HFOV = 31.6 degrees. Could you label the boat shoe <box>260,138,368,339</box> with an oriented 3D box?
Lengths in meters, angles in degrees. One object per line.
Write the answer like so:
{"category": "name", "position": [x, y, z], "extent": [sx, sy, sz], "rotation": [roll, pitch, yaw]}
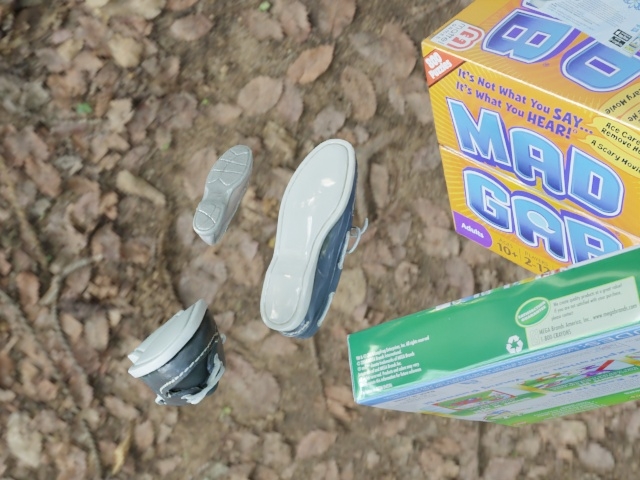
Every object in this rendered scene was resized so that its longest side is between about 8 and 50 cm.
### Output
{"category": "boat shoe", "position": [0.000, 0.000, 1.425], "extent": [0.095, 0.079, 0.254], "rotation": [5, 77, 34]}

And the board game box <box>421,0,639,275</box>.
{"category": "board game box", "position": [0.409, -0.169, 1.552], "extent": [0.356, 0.356, 0.356], "rotation": [30, 150, 39]}

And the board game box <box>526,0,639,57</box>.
{"category": "board game box", "position": [0.138, -0.127, 0.484], "extent": [0.090, 0.020, 0.090], "rotation": [15, 134, -42]}

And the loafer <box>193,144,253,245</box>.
{"category": "loafer", "position": [-0.111, -0.052, 1.305], "extent": [0.045, 0.125, 0.039], "rotation": [13, 152, 21]}

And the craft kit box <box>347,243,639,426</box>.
{"category": "craft kit box", "position": [0.189, 0.076, 0.801], "extent": [0.250, 0.061, 0.246], "rotation": [-20, 155, 31]}

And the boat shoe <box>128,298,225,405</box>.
{"category": "boat shoe", "position": [-0.147, 0.133, 1.251], "extent": [0.114, 0.302, 0.091], "rotation": [-42, 94, -7]}
